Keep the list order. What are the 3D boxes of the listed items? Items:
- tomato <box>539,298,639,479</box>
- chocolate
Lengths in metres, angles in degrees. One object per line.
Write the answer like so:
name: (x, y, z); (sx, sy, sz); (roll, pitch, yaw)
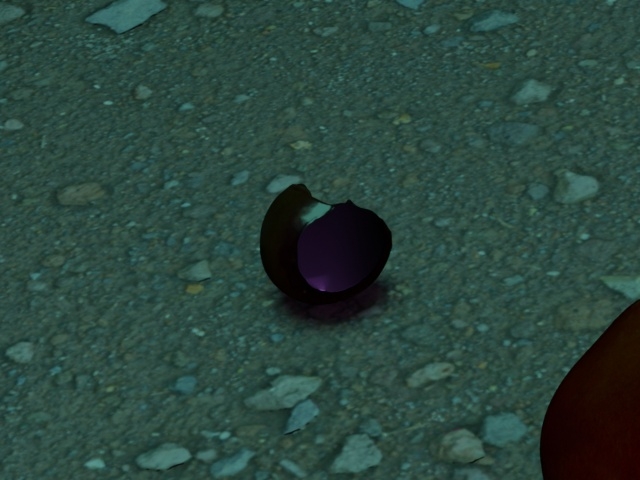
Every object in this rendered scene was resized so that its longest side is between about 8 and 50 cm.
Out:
tomato: (0.320, 0.161, 1.507); (0.299, 0.226, 0.298); (-4, 39, 4)
chocolate: (0.000, 0.000, 1.904); (0.127, 0.124, 0.133); (-17, 4, -8)
